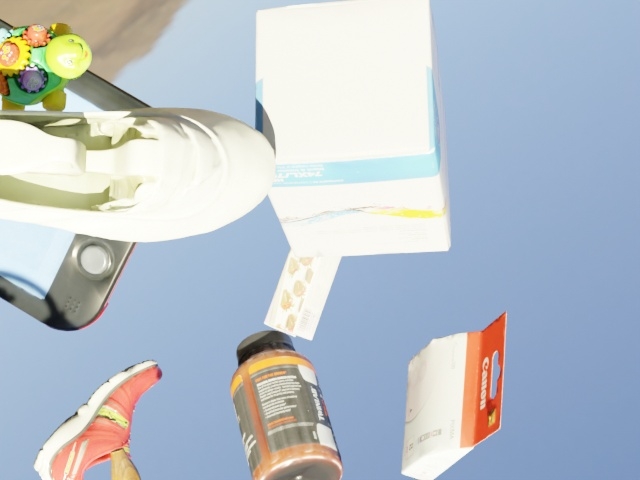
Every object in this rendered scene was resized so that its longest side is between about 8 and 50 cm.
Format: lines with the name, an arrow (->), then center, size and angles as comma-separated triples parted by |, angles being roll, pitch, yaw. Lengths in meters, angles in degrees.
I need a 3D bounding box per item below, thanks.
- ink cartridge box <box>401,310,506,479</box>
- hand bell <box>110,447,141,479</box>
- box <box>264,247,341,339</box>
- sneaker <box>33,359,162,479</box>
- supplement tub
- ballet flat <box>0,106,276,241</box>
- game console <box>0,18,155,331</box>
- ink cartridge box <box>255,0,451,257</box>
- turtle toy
ink cartridge box -> 0.188, 0.220, 2.130 | 0.232, 0.066, 0.189 | 122, -22, -57
hand bell -> -0.247, 0.403, 2.044 | 0.126, 0.242, 0.126 | -17, -176, 1
box -> 0.000, 0.000, 2.416 | 0.063, 0.067, 0.324 | 17, -95, 32
sneaker -> -0.347, 0.312, 2.435 | 0.279, 0.118, 0.107 | -46, 177, -32
supplement tub -> -0.045, 0.200, 1.716 | 0.106, 0.106, 0.198 | -34, -131, 19
ballet flat -> -0.222, -0.071, 1.424 | 0.400, 0.139, 0.139 | 2, -177, -19
game console -> -0.409, -0.094, 2.009 | 0.342, 0.386, 0.060 | -62, 174, 20
ink cartridge box -> 0.044, -0.122, 1.708 | 0.197, 0.270, 0.198 | -4, -114, 8
turtle toy -> -0.283, -0.179, 1.482 | 0.130, 0.095, 0.066 | -3, 167, 23
